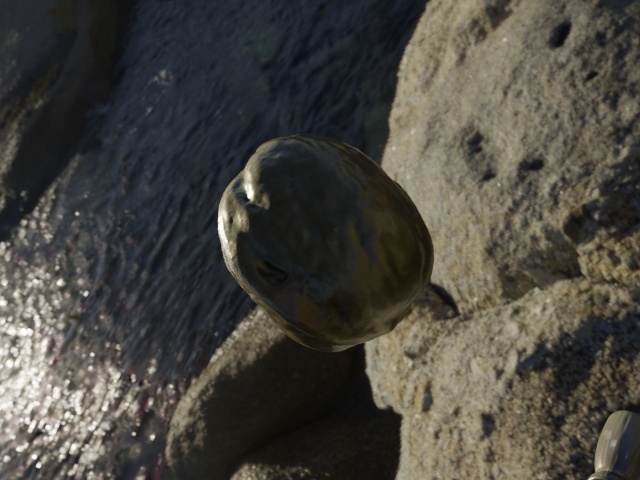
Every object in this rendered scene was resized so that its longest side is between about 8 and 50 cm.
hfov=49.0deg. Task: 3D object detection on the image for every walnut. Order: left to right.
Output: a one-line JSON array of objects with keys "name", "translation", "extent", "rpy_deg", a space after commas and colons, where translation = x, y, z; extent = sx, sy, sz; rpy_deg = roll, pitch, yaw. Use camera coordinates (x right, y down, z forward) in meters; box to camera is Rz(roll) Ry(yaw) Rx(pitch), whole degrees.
[{"name": "walnut", "translation": [0.000, 0.000, 0.851], "extent": [0.227, 0.282, 0.283], "rpy_deg": [-49, 33, 36]}]

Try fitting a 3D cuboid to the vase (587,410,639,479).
[{"name": "vase", "translation": [0.304, 0.223, 0.710], "extent": [0.053, 0.053, 0.100], "rpy_deg": [-9, 21, 42]}]
